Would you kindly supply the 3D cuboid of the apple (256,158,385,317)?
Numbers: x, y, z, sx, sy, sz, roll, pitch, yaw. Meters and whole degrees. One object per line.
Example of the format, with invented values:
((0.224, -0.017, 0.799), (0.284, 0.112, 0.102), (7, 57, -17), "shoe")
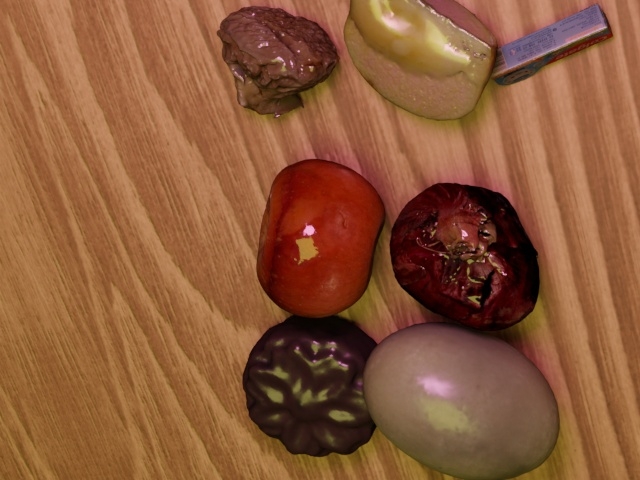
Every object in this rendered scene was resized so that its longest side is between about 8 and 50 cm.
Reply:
((0.000, 0.000, 1.706), (0.206, 0.251, 0.272), (11, 98, -4), "apple")

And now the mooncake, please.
((-0.010, 0.279, 1.883), (0.283, 0.141, 0.283), (6, 116, 13), "mooncake")

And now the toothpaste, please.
((0.360, -0.305, 1.584), (0.193, 0.070, 0.044), (-21, 75, 23), "toothpaste")

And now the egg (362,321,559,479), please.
((0.242, 0.278, 1.738), (0.352, 0.258, 0.258), (20, 116, -4), "egg")

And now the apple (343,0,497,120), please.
((0.156, -0.309, 1.606), (0.265, 0.120, 0.193), (34, 133, 11), "apple")

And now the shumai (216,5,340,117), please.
((-0.079, -0.280, 1.668), (0.206, 0.166, 0.176), (36, 129, 28), "shumai")

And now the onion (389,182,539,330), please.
((0.244, 0.035, 1.662), (0.221, 0.281, 0.281), (-44, 96, -14), "onion")
